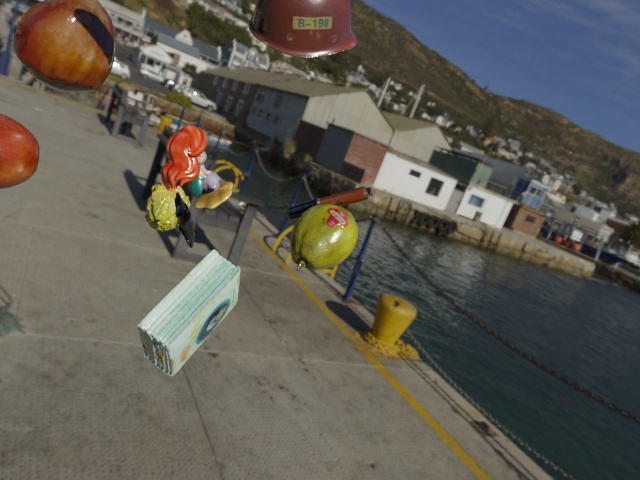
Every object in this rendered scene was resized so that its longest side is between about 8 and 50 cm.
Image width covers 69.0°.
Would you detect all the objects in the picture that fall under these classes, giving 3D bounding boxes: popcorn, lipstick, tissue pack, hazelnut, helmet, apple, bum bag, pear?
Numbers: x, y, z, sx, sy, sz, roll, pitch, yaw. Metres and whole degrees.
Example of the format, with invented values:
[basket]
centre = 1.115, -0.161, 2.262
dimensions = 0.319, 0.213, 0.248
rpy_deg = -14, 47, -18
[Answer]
[popcorn]
centre = -0.764, -0.167, 2.336
dimensions = 0.212, 0.259, 0.259
rpy_deg = 21, 11, -18
[lipstick]
centre = 0.043, -0.180, 2.218
dimensions = 0.418, 0.077, 0.077
rpy_deg = -14, 4, 14
[tissue pack]
centre = -0.461, 0.260, 1.681
dimensions = 0.162, 0.287, 0.388
rpy_deg = 32, 54, 10
[hazelnut]
centre = -0.928, -0.728, 1.723
dimensions = 0.365, 0.366, 0.366
rpy_deg = 20, 12, -4
[helmet]
centre = -0.040, -0.786, 1.533
dimensions = 0.385, 0.230, 0.337
rpy_deg = -3, 49, -14
[apple]
centre = -0.923, -0.252, 1.307
dimensions = 0.218, 0.218, 0.201
rpy_deg = 25, 13, 17
[bum bag]
centre = -0.553, -0.082, 1.897
dimensions = 0.060, 0.248, 0.123
rpy_deg = -8, 52, -11
[pear]
centre = 0.000, 0.000, 2.077
dimensions = 0.287, 0.287, 0.375
rpy_deg = 26, 55, 21

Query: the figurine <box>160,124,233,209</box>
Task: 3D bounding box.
[figurine]
centre = -0.429, -0.232, 1.561
dimensions = 0.257, 0.208, 0.181
rpy_deg = 59, 2, -38
